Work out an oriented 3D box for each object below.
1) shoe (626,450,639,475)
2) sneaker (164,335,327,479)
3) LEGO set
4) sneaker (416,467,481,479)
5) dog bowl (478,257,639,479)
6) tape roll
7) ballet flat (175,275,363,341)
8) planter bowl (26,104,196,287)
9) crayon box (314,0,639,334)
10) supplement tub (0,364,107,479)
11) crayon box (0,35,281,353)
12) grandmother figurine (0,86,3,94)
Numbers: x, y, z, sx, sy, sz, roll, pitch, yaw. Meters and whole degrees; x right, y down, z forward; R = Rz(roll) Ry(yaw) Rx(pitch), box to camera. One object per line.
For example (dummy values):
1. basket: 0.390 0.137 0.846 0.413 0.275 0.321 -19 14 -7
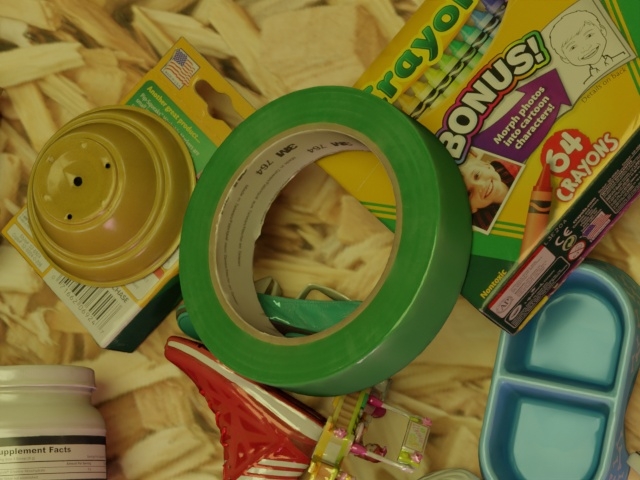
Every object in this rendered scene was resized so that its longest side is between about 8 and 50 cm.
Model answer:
1. shoe: 0.406 0.253 1.496 0.178 0.063 0.081 37 92 15
2. sneaker: -0.109 0.206 1.656 0.221 0.087 0.128 30 89 21
3. LEGO set: 0.037 0.255 1.522 0.107 0.132 0.287 21 57 2
4. sneaker: 0.061 0.306 1.561 0.232 0.115 0.090 -25 84 17
5. dog bowl: 0.255 0.158 1.553 0.166 0.074 0.297 10 83 19
6. tape roll: 0.000 0.000 1.530 0.321 0.077 0.321 -11 70 32
7. ballet flat: -0.040 0.087 1.666 0.247 0.083 0.087 9 54 18
8. planter bowl: -0.258 -0.060 1.659 0.217 0.090 0.217 -3 79 18
9. crayon box: 0.205 -0.137 1.564 0.363 0.106 0.313 -50 55 4
10. supplement tub: -0.337 0.285 1.658 0.191 0.191 0.272 -7 79 17
11. crayon box: -0.195 -0.052 1.729 0.323 0.083 0.203 -46 71 6
12. grandmother figurine: -0.470 -0.029 1.811 0.207 0.104 0.342 5 85 46
